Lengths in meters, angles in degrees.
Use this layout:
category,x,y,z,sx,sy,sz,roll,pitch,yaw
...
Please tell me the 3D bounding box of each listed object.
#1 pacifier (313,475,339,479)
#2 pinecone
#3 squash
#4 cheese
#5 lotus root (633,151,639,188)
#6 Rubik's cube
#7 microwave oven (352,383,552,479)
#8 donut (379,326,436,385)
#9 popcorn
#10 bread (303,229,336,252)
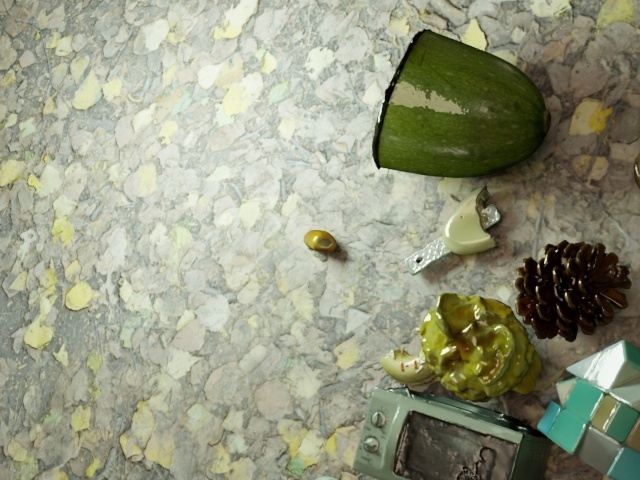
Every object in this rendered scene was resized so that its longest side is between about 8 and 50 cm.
category,x,y,z,sx,sy,sz,roll,pitch,yaw
pacifier,-0.011,0.612,1.638,0.343,0.288,0.269,15,47,13
pinecone,0.474,0.085,1.504,0.212,0.168,0.186,-31,78,34
squash,0.304,-0.240,1.650,0.308,0.310,0.310,23,89,14
cheese,0.278,-0.004,1.703,0.235,0.049,0.127,-33,65,17
lotus root,0.708,-0.169,1.493,0.260,0.074,0.170,-25,64,21
Rubik's cube,0.527,0.298,1.389,0.213,0.224,0.265,-62,14,0
microwave oven,0.250,0.389,1.510,0.295,0.237,0.181,11,83,33
donut,0.203,0.240,1.675,0.166,0.065,0.108,-40,62,15
popcorn,0.299,0.202,1.533,0.181,0.217,0.235,-38,48,-19
bread,0.000,0.000,1.866,0.062,0.103,0.049,9,93,-12
